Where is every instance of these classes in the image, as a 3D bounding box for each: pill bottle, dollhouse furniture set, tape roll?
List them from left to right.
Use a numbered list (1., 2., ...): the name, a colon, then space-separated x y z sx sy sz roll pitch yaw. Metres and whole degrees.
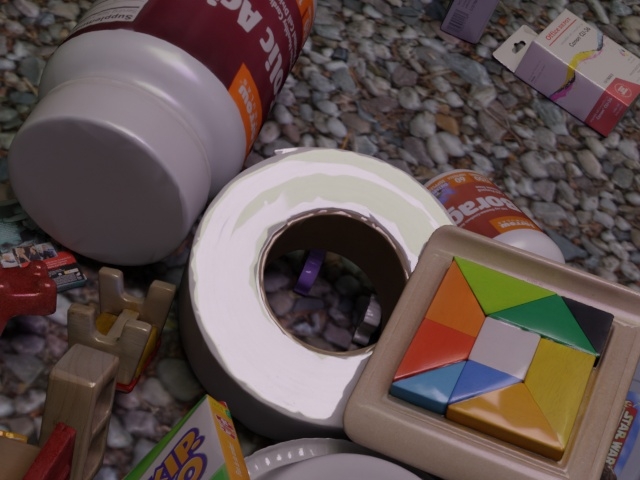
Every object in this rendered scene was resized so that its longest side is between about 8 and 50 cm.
1. dollhouse furniture set: -0.278 0.152 0.985 0.201 0.152 0.374 16 24 4
2. pill bottle: -0.159 -0.172 1.244 0.224 0.224 0.392 24 46 -2
3. tape roll: 0.005 0.054 1.146 0.286 0.100 0.286 5 67 -11
4. pill bottle: 0.183 0.021 1.245 0.121 0.121 0.216 -1 30 -24

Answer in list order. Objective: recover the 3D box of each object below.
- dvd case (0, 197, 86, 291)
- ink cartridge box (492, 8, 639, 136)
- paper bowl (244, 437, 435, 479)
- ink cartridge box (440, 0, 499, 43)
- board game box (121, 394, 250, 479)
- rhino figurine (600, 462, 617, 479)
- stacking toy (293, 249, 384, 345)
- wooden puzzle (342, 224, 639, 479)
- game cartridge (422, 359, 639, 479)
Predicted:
1. dvd case: -0.298 0.007 1.176 0.087 0.013 0.119 -15 59 -32
2. ink cartridge box: 0.352 -0.246 1.631 0.198 0.067 0.115 36 47 10
3. paper bowl: 0.019 0.292 0.970 0.284 0.148 0.284 12 46 -12
4. ink cartridge box: 0.258 -0.444 1.699 0.065 0.165 0.332 23 45 -1
5. board game box: -0.108 0.218 0.924 0.039 0.124 0.259 43 6 -20
6. rhino figurine: 0.202 0.227 1.029 0.106 0.073 0.243 -23 48 -9
7. stacking toy: 0.000 0.000 1.280 0.167 0.052 0.221 22 46 -4
8. wooden puzzle: 0.163 0.107 1.041 0.221 0.044 0.238 20 58 13
9. game cartridge: 0.229 0.192 1.170 0.198 0.062 0.297 15 42 23
